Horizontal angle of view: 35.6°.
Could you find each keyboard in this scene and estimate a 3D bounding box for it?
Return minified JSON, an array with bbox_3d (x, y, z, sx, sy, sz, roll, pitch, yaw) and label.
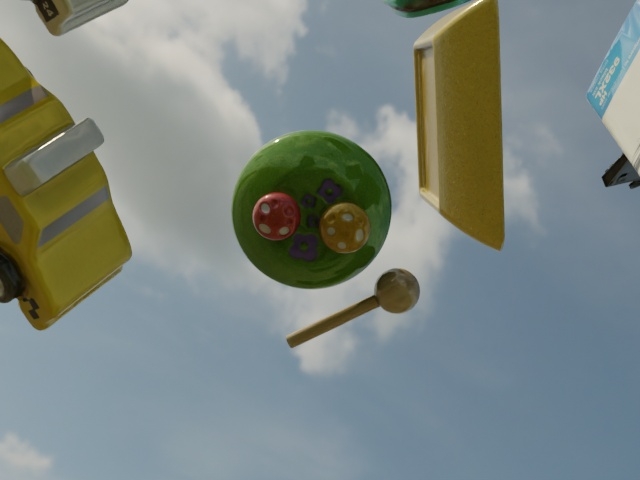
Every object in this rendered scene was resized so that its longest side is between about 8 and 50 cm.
[{"bbox_3d":[0.484,-0.114,1.440,0.023,0.180,0.108,62,-31,28],"label":"keyboard"}]

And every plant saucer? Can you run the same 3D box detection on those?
[{"bbox_3d":[0.187,-0.168,1.414,0.081,0.333,0.333,-3,-81,0],"label":"plant saucer"}]

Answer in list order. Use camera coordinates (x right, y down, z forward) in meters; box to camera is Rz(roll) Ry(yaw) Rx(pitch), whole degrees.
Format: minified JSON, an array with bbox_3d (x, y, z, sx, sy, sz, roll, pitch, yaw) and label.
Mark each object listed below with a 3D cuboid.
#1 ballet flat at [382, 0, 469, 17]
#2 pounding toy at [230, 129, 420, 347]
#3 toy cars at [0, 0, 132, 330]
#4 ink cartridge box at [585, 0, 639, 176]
[{"bbox_3d":[0.091,-0.225,0.765,0.083,0.247,0.087,-7,-75,17],"label":"ballet flat"},{"bbox_3d":[0.000,0.000,1.088,0.183,0.110,0.237,-22,-79,4],"label":"pounding toy"},{"bbox_3d":[-0.181,-0.144,0.644,0.087,0.393,0.176,-16,-21,42],"label":"toy cars"},{"bbox_3d":[0.422,-0.099,0.976,0.223,0.307,0.129,18,-61,-13],"label":"ink cartridge box"}]
